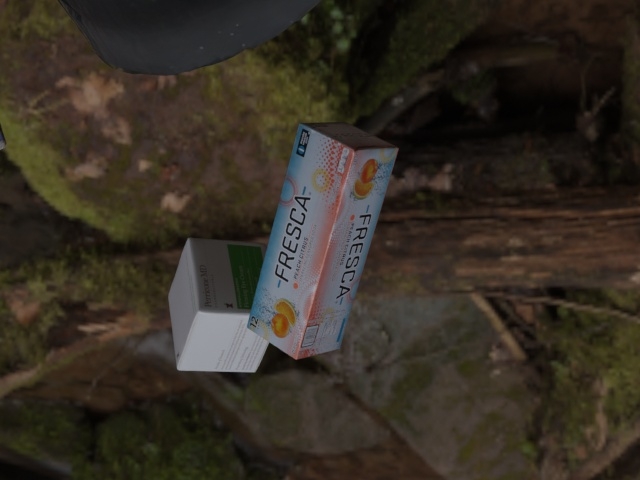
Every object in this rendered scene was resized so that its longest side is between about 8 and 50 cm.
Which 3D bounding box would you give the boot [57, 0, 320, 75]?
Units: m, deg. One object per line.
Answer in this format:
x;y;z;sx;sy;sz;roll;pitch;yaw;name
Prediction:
-0.132;-0.151;0.323;0.367;0.146;0.445;-31;170;5;boot

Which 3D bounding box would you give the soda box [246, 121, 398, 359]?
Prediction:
0.000;0.000;0.902;0.063;0.183;0.058;30;-156;34;soda box

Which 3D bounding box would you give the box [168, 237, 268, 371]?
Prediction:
-0.101;0.067;1.155;0.087;0.101;0.102;4;137;-19;box

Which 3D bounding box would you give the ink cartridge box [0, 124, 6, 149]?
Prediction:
-0.378;-0.127;0.730;0.307;0.304;0.072;-20;164;-3;ink cartridge box
